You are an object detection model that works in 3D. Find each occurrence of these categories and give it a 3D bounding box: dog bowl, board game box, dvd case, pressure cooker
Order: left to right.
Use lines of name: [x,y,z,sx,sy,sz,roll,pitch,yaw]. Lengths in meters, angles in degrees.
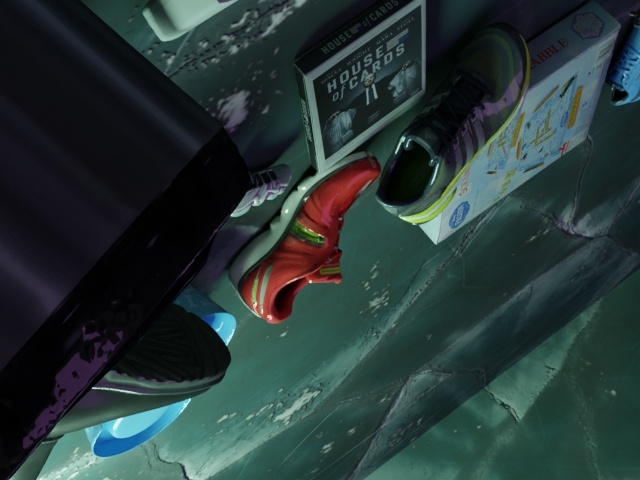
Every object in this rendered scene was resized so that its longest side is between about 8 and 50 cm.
pressure cooker: [-0.299,-0.051,0.847,0.370,0.420,0.375,-53,-173,-25]
dog bowl: [-0.230,0.172,1.800,0.166,0.074,0.297,-14,147,-48]
dvd case: [0.053,-0.193,1.621,0.179,0.029,0.238,-36,158,-11]
board game box: [0.285,-0.169,1.991,0.318,0.066,0.318,-34,158,-15]

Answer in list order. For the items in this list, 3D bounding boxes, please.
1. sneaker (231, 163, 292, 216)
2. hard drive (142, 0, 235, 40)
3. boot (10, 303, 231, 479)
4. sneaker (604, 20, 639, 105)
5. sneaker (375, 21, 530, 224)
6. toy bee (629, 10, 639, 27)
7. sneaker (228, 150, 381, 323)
sneaker: [-0.079,-0.071,1.626,0.098,0.038,0.069,-36,159,-11]
hard drive: [-0.027,-0.257,1.099,0.233,0.047,0.353,-37,-169,-8]
boot: [-0.353,0.269,1.638,0.367,0.146,0.445,4,130,-35]
sneaker: [0.502,-0.281,2.129,0.082,0.069,0.209,-32,157,-10]
sneaker: [0.171,-0.146,1.733,0.300,0.111,0.121,-61,165,15]
toy bee: [0.420,-0.425,1.635,0.195,0.162,0.298,-38,-165,38]
sneaker: [0.000,0.000,1.781,0.279,0.118,0.107,-50,157,21]
